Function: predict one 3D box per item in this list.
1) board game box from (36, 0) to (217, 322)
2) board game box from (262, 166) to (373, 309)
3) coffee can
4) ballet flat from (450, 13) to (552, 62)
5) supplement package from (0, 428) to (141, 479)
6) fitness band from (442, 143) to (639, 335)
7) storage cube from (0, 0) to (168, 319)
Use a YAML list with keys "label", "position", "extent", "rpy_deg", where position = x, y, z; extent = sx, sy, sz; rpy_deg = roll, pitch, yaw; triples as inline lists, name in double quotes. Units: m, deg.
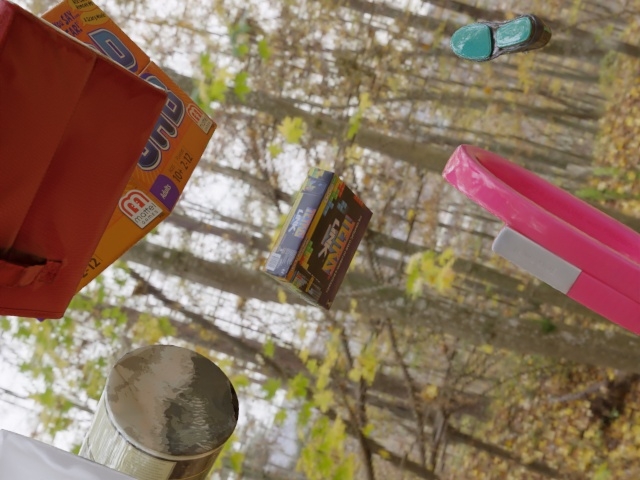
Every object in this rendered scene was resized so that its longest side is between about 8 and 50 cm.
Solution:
- label: "board game box"
  position: [-0.463, -0.154, 1.478]
  extent: [0.356, 0.356, 0.356]
  rpy_deg: [-37, 21, 25]
- label: "board game box"
  position: [0.000, 0.000, 1.222]
  extent: [0.141, 0.048, 0.170]
  rpy_deg: [39, -108, -53]
- label: "coffee can"
  position: [-0.264, 0.324, 1.278]
  extent: [0.275, 0.201, 0.201]
  rpy_deg: [-62, 4, 36]
- label: "ballet flat"
  position: [0.309, -0.339, 1.406]
  extent: [0.203, 0.074, 0.074]
  rpy_deg: [7, 77, 58]
- label: "supplement package"
  position: [-0.246, 0.320, 0.866]
  extent: [0.203, 0.194, 0.149]
  rpy_deg: [66, -138, -56]
- label: "fitness band"
  position: [0.247, -0.001, 0.793]
  extent: [0.054, 0.291, 0.209]
  rpy_deg: [-60, -4, 21]
- label: "storage cube"
  position: [-0.259, -0.075, 0.572]
  extent: [0.193, 0.215, 0.183]
  rpy_deg: [-63, -20, 3]
